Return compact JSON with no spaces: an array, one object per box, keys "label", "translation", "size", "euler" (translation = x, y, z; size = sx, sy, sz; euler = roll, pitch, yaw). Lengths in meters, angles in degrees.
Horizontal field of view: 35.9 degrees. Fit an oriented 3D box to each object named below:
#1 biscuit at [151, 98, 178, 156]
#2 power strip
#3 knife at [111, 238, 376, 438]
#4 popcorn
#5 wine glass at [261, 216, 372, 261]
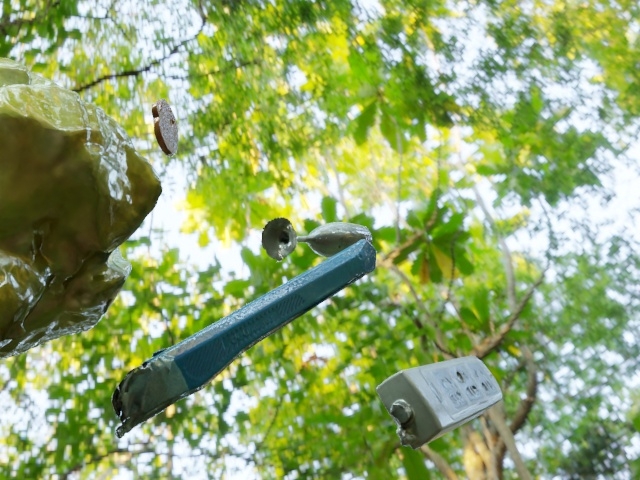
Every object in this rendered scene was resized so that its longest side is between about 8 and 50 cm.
[{"label":"biscuit","translation":[-0.231,-0.169,1.457],"size":[0.015,0.091,0.078],"euler":[-15,-46,12]},{"label":"power strip","translation":[0.151,0.184,1.170],"size":[0.048,0.080,0.286],"euler":[-37,-17,21]},{"label":"knife","translation":[-0.053,0.070,0.808],"size":[0.296,0.026,0.044],"euler":[-29,-78,-38]},{"label":"popcorn","translation":[-0.271,-0.005,0.766],"size":[0.276,0.225,0.276],"euler":[-30,-52,-48]},{"label":"wine glass","translation":[0.000,0.000,1.444],"size":[0.198,0.066,0.066],"euler":[2,-56,-54]}]
